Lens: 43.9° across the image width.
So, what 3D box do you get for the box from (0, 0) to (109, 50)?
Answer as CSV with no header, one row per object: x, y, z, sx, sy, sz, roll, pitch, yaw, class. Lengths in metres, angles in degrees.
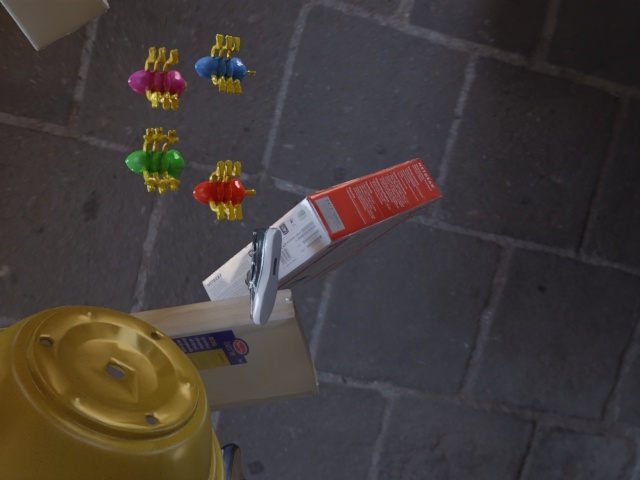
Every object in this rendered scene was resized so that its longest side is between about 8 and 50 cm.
-0.378,-0.379,0.951,0.113,0.094,0.275,-30,128,-2,box

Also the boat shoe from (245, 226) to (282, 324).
-0.086,0.050,1.139,0.040,0.049,0.142,4,78,19,boat shoe

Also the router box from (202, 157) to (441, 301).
0.000,0.000,1.387,0.301,0.335,0.082,-22,80,-45,router box

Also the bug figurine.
-0.188,-0.169,1.183,0.216,0.072,0.279,3,87,-42,bug figurine

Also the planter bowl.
-0.132,0.102,0.455,0.217,0.217,0.090,26,115,-15,planter bowl

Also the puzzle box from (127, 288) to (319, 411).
-0.153,0.210,1.401,0.272,0.409,0.052,-8,61,1,puzzle box

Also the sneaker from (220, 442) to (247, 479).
-0.124,0.507,1.433,0.122,0.110,0.283,-12,78,10,sneaker
